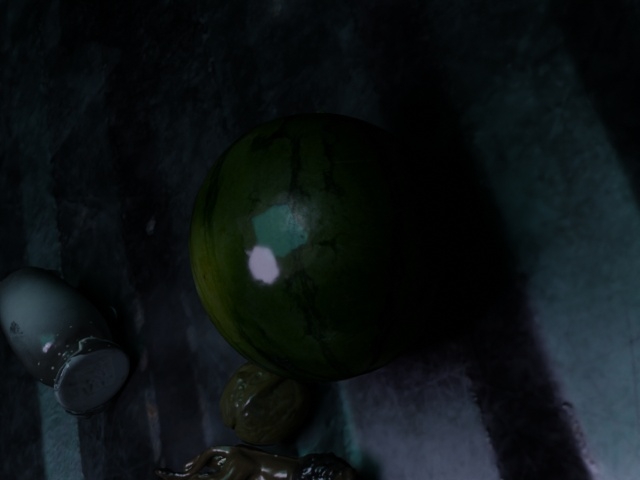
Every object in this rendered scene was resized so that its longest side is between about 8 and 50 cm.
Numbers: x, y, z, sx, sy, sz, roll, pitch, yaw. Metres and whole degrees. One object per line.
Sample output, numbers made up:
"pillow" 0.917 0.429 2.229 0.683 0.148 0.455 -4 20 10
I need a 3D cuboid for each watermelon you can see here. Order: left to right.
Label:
"watermelon" 0.000 0.005 0.818 0.242 0.242 0.242 -14 66 36

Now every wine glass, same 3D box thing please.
"wine glass" -0.323 0.116 1.131 0.204 0.111 0.111 39 101 39

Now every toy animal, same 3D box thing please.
"toy animal" -0.060 0.239 0.887 0.220 0.069 0.086 0 104 17

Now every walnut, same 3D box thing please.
"walnut" -0.056 0.161 0.915 0.092 0.092 0.092 -14 66 36
